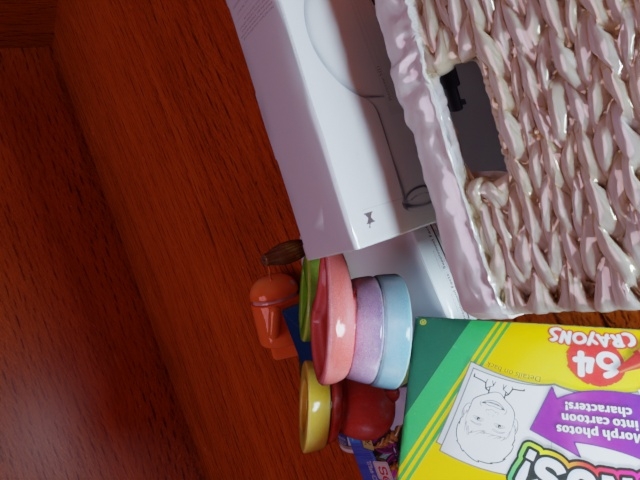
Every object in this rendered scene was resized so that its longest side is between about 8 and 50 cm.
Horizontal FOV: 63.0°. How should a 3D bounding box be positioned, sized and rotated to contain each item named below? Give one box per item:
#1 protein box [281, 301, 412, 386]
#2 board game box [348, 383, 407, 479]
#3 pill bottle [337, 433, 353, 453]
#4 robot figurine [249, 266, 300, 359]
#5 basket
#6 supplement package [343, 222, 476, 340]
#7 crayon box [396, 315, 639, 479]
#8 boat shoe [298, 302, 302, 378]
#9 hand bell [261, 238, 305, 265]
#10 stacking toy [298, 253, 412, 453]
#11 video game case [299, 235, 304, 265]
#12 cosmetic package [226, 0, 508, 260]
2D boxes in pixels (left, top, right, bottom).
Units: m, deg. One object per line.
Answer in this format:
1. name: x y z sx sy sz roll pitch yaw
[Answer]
1. protein box: 0.074 0.175 0.953 0.136 0.201 0.200 -29 80 56
2. board game box: 0.199 0.406 0.952 0.318 0.066 0.318 -24 85 44
3. pill bottle: 0.070 0.365 1.141 0.094 0.094 0.169 0 104 55
4. robot figurine: -0.101 0.175 1.268 0.128 0.158 0.219 -6 100 39
5. basket: 0.267 -0.136 0.428 0.266 0.331 0.328 -12 95 54
6. supplement package: 0.166 0.045 0.762 0.194 0.203 0.149 -30 80 56
7. crayon box: 0.259 0.241 0.495 0.363 0.313 0.106 1 143 19
8. boat shoe: -0.002 0.237 1.191 0.098 0.096 0.277 -112 17 -51
9. hand bell: 0.000 0.000 0.942 0.126 0.242 0.126 28 127 47
10. stacking toy: 0.048 0.107 0.698 0.309 0.130 0.279 102 169 -49
11. video game case: 0.020 0.090 1.152 0.190 0.022 0.173 22 123 49
12. cosmetic package: 0.115 -0.166 0.581 0.097 0.377 0.284 -12 95 57
